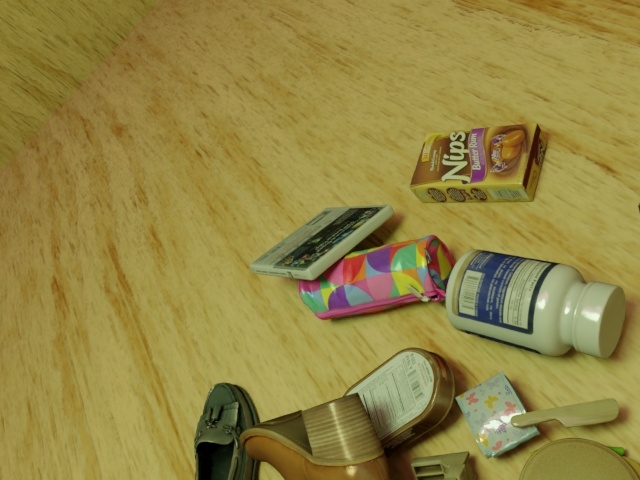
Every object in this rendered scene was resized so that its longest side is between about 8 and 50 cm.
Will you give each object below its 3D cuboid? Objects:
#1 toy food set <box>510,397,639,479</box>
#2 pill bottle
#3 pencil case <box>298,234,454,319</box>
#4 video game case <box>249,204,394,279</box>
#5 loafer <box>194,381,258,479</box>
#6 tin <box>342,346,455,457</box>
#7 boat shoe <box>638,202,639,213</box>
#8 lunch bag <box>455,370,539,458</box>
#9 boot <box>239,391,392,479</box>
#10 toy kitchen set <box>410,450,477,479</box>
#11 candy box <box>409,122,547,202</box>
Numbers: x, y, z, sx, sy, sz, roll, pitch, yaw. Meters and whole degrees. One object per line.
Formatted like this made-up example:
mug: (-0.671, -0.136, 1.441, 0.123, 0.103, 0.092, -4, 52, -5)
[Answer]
toy food set: (0.273, 0.268, 0.638, 0.132, 0.039, 0.192, -13, 50, 16)
pill bottle: (0.259, 0.078, 0.751, 0.186, 0.112, 0.112, 12, 68, 42)
pencil case: (0.083, 0.059, 0.918, 0.236, 0.104, 0.105, -14, 52, 33)
video game case: (0.000, 0.000, 0.997, 0.190, 0.022, 0.173, -37, 21, -30)
loafer: (-0.146, 0.324, 0.917, 0.096, 0.084, 0.268, -29, 46, 19)
tin: (0.092, 0.215, 0.811, 0.189, 0.040, 0.106, -43, 36, 26)
boat shoe: (0.501, -0.121, 0.708, 0.324, 0.123, 0.120, -35, 38, 2)
lunch bag: (0.212, 0.212, 0.736, 0.071, 0.053, 0.083, -35, 35, 11)
boot: (0.001, 0.329, 0.796, 0.283, 0.109, 0.220, -32, 70, 46)
toy kitchen set: (0.142, 0.301, 0.720, 0.075, 0.083, 0.068, -18, 92, 28)
candy box: (0.239, -0.116, 0.951, 0.186, 0.053, 0.109, 1, 62, 41)
